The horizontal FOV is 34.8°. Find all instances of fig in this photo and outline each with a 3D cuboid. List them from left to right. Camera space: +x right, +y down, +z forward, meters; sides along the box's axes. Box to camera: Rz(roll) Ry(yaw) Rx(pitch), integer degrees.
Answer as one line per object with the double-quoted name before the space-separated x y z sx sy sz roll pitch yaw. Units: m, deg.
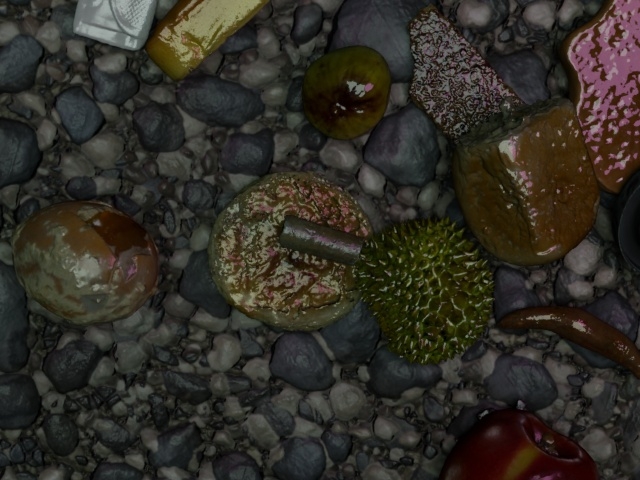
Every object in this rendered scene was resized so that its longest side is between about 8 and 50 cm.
"fig" 0.042 -0.231 1.577 0.153 0.121 0.136 -39 100 2

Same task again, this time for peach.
"peach" 0.301 0.456 1.614 0.258 0.201 0.361 27 95 -5

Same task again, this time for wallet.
"wallet" -0.313 -0.397 1.597 0.124 0.032 0.183 16 96 0

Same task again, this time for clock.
"clock" 0.571 -0.038 1.608 0.226 0.049 0.226 -3 119 -6

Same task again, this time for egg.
"egg" -0.360 0.031 1.561 0.233 0.195 0.195 28 95 9

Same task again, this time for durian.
"durian" 0.169 0.075 1.585 0.200 0.176 0.237 -16 86 -39

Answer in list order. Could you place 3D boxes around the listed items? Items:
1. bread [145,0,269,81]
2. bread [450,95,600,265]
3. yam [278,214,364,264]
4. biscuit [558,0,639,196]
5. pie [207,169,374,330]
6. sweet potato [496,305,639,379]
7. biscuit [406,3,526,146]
"bread" -0.164 -0.354 1.573 0.245 0.102 0.094 -42 102 4
"bread" 0.304 -0.101 1.563 0.195 0.176 0.246 -33 111 -35
"yam" 0.000 0.000 1.584 0.132 0.054 0.054 16 95 -9
"biscuit" 0.568 -0.247 1.612 0.385 0.062 0.365 -18 102 0
"pie" -0.044 0.021 1.635 0.274 0.055 0.274 -1 97 -7
"sweet potato" 0.420 0.149 1.659 0.255 0.058 0.078 20 115 1
"biscuit" 0.209 -0.251 1.627 0.131 0.026 0.237 -44 96 1
